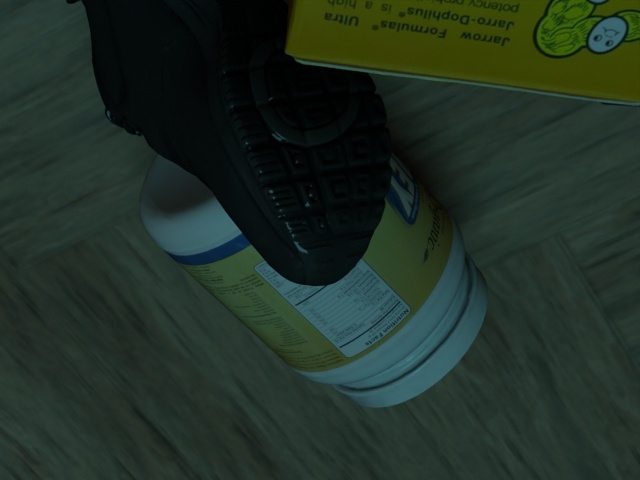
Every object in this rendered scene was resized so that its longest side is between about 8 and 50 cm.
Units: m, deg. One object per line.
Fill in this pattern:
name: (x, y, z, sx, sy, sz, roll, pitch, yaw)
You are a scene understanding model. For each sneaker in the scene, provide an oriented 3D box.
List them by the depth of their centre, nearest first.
sneaker: (-0.058, -0.086, 0.899, 0.109, 0.286, 0.130, -1, 144, -40)

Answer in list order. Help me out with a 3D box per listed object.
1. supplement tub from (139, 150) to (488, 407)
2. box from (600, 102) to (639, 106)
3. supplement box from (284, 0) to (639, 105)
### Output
supplement tub: (0.000, 0.000, 1.020, 0.144, 0.144, 0.200, -33, 122, 20)
box: (0.240, -0.153, 0.989, 0.116, 0.029, 0.162, 3, 128, -5)
supplement box: (0.102, -0.273, 0.789, 0.195, 0.194, 0.356, 7, 127, -8)
